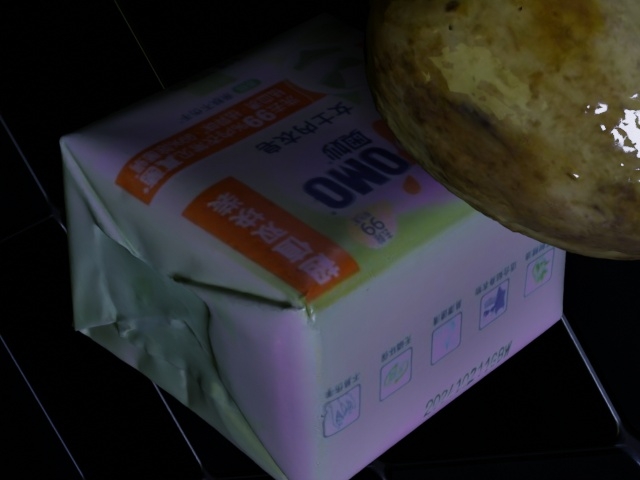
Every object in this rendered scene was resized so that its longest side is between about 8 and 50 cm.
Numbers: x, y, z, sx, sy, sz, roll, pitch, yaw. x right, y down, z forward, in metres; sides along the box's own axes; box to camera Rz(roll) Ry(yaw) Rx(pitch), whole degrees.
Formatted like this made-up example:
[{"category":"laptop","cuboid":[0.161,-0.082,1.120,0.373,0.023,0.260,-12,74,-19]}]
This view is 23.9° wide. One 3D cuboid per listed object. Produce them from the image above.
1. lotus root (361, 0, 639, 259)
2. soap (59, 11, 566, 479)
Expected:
[{"category":"lotus root","cuboid":[0.108,-0.062,0.636,0.214,0.138,0.138,36,145,8]},{"category":"soap","cuboid":[0.000,0.000,0.758,0.182,0.199,0.138,33,137,34]}]
